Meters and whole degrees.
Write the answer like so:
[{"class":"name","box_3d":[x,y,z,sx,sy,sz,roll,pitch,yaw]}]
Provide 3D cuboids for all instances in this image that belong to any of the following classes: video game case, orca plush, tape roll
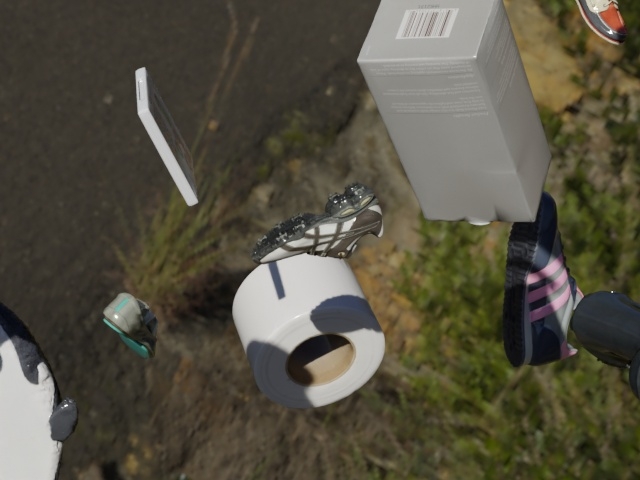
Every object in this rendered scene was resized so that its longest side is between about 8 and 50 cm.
[{"class":"video game case","box_3d":[-0.211,-0.143,1.773,0.143,0.019,0.157,-107,172,-58]},{"class":"orca plush","box_3d":[-0.379,0.173,1.569,0.287,0.151,0.102,62,7,-11]},{"class":"tape roll","box_3d":[-0.023,0.161,2.340,0.246,0.246,0.169,11,32,-29]}]

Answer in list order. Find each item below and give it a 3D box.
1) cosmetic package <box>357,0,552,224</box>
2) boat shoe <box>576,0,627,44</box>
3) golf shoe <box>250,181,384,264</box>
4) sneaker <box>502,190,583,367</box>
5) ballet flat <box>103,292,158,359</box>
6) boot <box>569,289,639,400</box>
[{"class":"cosmetic package","box_3d":[0.138,-0.127,1.277,0.127,0.238,0.107,3,54,26]},{"class":"boat shoe","box_3d":[0.364,-0.315,1.692,0.049,0.043,0.137,-4,57,-37]},{"class":"golf shoe","box_3d":[0.000,0.000,1.829,0.094,0.198,0.077,63,2,-21]},{"class":"sneaker","box_3d":[0.399,0.064,2.261,0.131,0.319,0.112,-1,17,-16]},{"class":"ballet flat","box_3d":[-0.289,0.136,2.061,0.072,0.068,0.213,35,-12,15]},{"class":"boot","box_3d":[0.366,0.127,1.494,0.246,0.094,0.207,9,13,-46]}]
